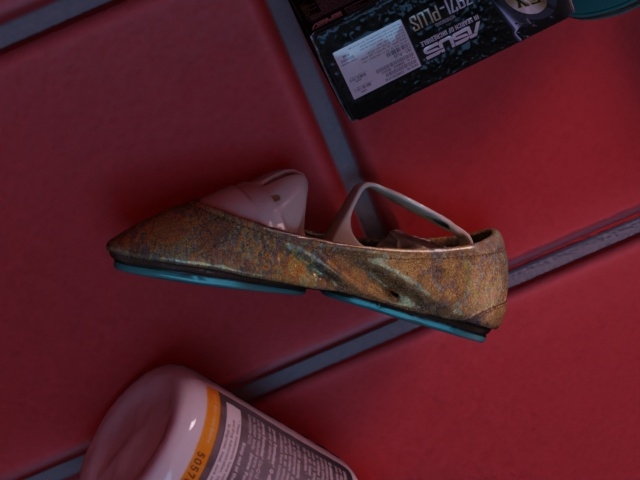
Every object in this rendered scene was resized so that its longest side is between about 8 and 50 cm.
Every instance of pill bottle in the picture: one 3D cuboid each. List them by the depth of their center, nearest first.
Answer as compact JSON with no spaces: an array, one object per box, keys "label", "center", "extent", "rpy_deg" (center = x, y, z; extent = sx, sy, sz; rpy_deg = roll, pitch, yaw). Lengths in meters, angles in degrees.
[{"label":"pill bottle","center":[-0.063,0.239,1.167],"extent":[0.278,0.162,0.162],"rpy_deg":[36,107,-27]}]

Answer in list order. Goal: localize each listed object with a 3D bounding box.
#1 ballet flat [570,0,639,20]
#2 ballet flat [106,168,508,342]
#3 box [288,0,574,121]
[{"label":"ballet flat","center":[0.267,-0.247,0.976],"extent":[0.087,0.247,0.083],"rpy_deg":[-39,90,-35]},{"label":"ballet flat","center":[0.000,0.000,1.084],"extent":[0.349,0.123,0.123],"rpy_deg":[12,116,-18]},{"label":"box","center":[0.073,-0.183,0.963],"extent":[0.180,0.147,0.077],"rpy_deg":[-26,121,2]}]
